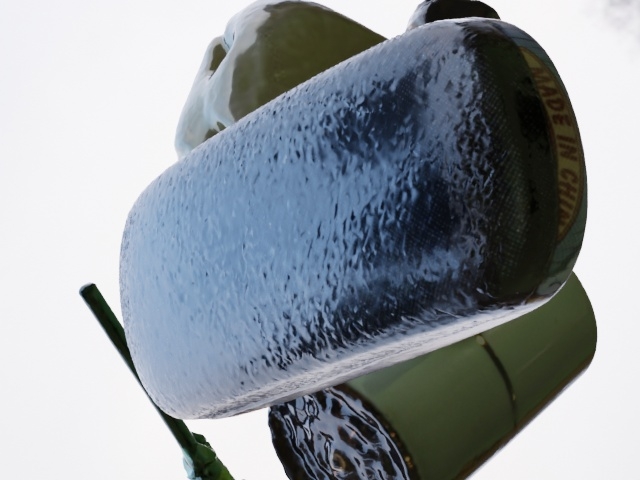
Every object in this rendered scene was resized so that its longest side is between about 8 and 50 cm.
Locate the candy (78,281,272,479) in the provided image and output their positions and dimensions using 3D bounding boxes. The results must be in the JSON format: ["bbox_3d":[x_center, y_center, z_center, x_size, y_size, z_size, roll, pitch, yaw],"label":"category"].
[{"bbox_3d":[-0.072,0.130,1.174,0.083,0.091,0.305,-83,-26,-46],"label":"candy"}]

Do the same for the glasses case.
[{"bbox_3d":[0.000,0.000,0.833,0.082,0.321,0.122,-6,-101,-35],"label":"glasses case"}]

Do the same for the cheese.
[{"bbox_3d":[0.000,-0.073,1.333,0.235,0.117,0.218,-34,-86,-37],"label":"cheese"}]

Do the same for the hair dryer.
[{"bbox_3d":[0.075,-0.004,1.128,0.203,0.128,0.362,-36,-39,-37],"label":"hair dryer"}]
